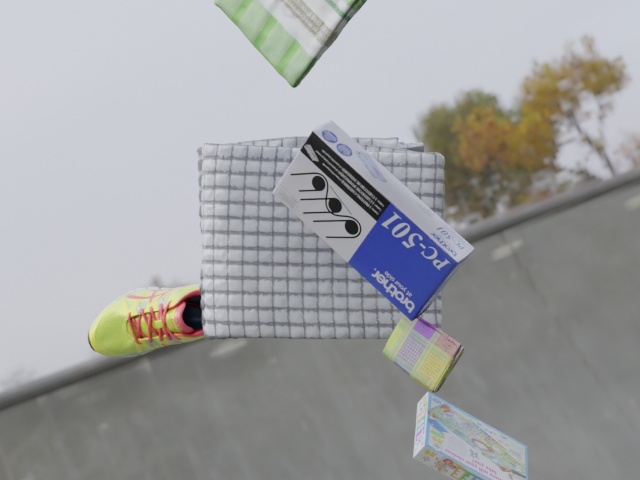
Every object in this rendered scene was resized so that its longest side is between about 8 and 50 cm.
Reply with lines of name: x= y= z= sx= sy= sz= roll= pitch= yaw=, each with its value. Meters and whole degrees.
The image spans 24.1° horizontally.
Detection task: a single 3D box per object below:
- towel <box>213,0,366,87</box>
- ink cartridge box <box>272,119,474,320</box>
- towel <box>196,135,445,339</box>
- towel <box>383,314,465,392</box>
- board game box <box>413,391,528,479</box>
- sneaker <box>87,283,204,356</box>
towel: x=-0.007 y=-0.208 z=1.154 sx=0.023 sy=0.113 sz=0.152 roll=-1 pitch=-44 yaw=-55
ink cartridge box: x=0.054 y=-0.021 z=1.581 sx=0.046 sy=0.207 sz=0.097 roll=-34 pitch=-18 yaw=-52
towel: x=0.000 y=0.000 z=1.737 sx=0.283 sy=0.235 sz=0.121 roll=0 pitch=-4 yaw=-9
towel: x=0.108 y=0.117 z=1.583 sx=0.009 sy=0.083 sz=0.060 roll=19 pitch=-78 yaw=-56
board game box: x=0.188 y=0.263 z=1.863 sx=0.026 sy=0.154 sz=0.103 roll=-52 pitch=14 yaw=31
sneaker: x=-0.189 y=0.094 z=1.853 sx=0.208 sy=0.081 sz=0.094 roll=-18 pitch=6 yaw=-1
